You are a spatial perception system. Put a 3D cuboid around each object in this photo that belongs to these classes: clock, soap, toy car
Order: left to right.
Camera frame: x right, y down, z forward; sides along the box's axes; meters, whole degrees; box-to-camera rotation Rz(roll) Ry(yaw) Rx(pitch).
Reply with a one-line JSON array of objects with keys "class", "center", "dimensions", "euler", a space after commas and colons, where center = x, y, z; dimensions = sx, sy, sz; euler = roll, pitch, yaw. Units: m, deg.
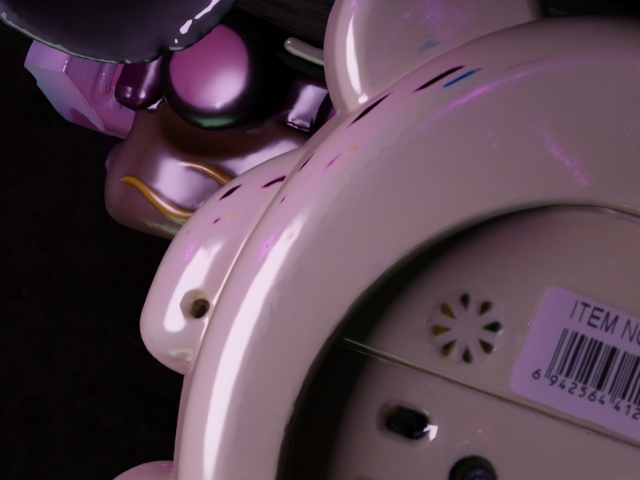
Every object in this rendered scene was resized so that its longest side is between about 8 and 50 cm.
[{"class": "soap", "center": [-0.157, -0.132, 1.493], "dimensions": [0.056, 0.100, 0.149], "euler": [20, 180, 42]}, {"class": "toy car", "center": [0.000, 0.000, 1.294], "dimensions": [0.341, 0.240, 0.271], "euler": [21, 180, 22]}, {"class": "clock", "center": [0.073, 0.067, 0.670], "dimensions": [0.284, 0.309, 0.114], "euler": [20, -178, -5]}]

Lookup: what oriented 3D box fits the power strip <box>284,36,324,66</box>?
[{"class": "power strip", "center": [0.105, -0.070, 1.108], "dimensions": [0.268, 0.034, 0.092], "euler": [20, -179, -7]}]

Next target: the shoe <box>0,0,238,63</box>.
[{"class": "shoe", "center": [-0.063, -0.098, 0.509], "dimensions": [0.108, 0.093, 0.241], "euler": [18, 179, -14]}]
